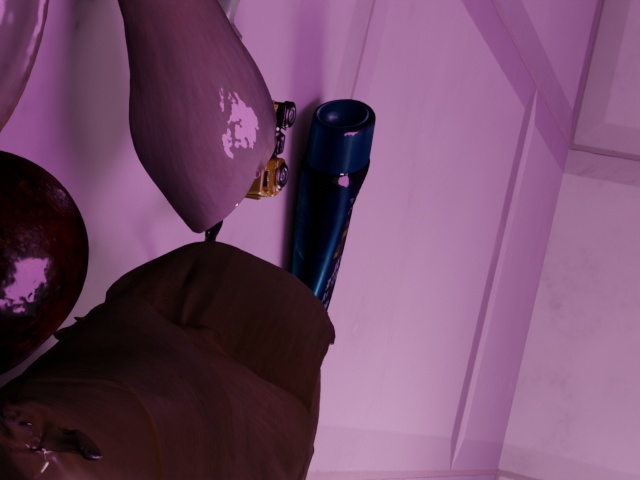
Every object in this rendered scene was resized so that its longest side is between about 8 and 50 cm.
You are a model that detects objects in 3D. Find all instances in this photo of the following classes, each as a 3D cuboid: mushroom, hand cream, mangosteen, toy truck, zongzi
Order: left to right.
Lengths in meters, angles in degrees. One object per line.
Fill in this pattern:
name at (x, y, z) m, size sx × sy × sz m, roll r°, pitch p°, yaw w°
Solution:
mangosteen at (-0.183, 0.001, 0.721) m, size 0.140 × 0.140 × 0.140 m, roll 12°, pitch 90°, yaw -73°
mushroom at (-0.093, -0.116, 0.910) m, size 0.116 × 0.093 × 0.225 m, roll -112°, pitch 178°, yaw -65°
zongzi at (-0.078, 0.059, 0.851) m, size 0.418 × 0.181 × 0.447 m, roll 102°, pitch 9°, yaw -51°
toy truck at (-0.054, -0.074, 1.174) m, size 0.054 × 0.049 × 0.083 m, roll -12°, pitch 112°, yaw -70°
hand cream at (0.000, 0.000, 1.403) m, size 0.120 × 0.061 × 0.271 m, roll -57°, pitch 161°, yaw -61°

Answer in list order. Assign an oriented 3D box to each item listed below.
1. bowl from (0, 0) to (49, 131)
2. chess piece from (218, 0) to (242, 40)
bowl at (-0.199, -0.105, 0.519) m, size 0.337 × 0.157 × 0.337 m, roll 11°, pitch 90°, yaw -73°
chess piece at (-0.069, -0.179, 1.045) m, size 0.067 × 0.067 × 0.103 m, roll -31°, pitch 139°, yaw -67°
